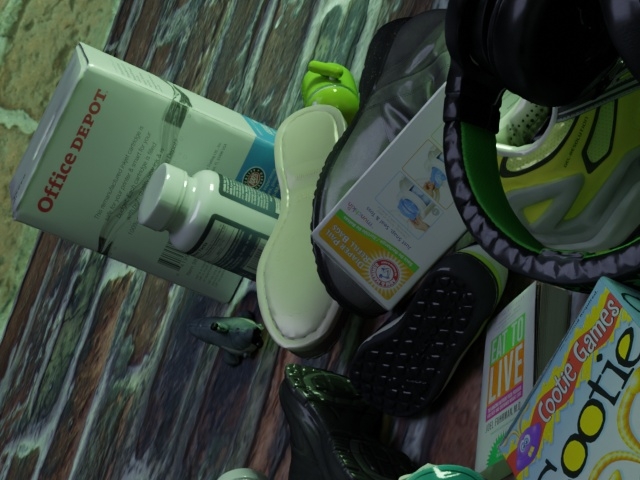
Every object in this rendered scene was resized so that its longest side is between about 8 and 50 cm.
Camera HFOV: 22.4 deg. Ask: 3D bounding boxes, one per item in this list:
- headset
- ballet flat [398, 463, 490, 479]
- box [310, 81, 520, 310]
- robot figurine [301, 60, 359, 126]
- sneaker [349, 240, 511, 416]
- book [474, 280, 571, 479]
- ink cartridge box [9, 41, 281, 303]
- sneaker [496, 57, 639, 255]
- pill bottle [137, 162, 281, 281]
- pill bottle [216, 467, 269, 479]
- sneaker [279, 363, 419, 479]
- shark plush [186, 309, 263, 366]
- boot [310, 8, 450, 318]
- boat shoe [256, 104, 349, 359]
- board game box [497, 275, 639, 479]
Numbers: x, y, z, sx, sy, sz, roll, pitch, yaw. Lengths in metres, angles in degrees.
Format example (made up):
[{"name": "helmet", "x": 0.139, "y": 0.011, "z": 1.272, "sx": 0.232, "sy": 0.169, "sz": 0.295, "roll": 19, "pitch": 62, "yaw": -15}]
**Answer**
[{"name": "headset", "x": 0.223, "y": -0.156, "z": 1.126, "sx": 0.243, "sy": 0.185, "sz": 0.394, "roll": 6, "pitch": 85, "yaw": 43}, {"name": "ballet flat", "x": 0.098, "y": 0.352, "z": 1.169, "sx": 0.147, "sy": 0.147, "sz": 0.409, "roll": -48, "pitch": 25, "yaw": 41}, {"name": "box", "x": 0.103, "y": -0.051, "z": 1.472, "sx": 0.203, "sy": 0.103, "sz": 0.114, "roll": -48, "pitch": -4, "yaw": 26}, {"name": "robot figurine", "x": 0.013, "y": -0.170, "z": 1.953, "sx": 0.115, "sy": 0.067, "sz": 0.101, "roll": -100, "pitch": 11, "yaw": -55}, {"name": "sneaker", "x": 0.113, "y": 0.077, "z": 1.479, "sx": 0.097, "sy": 0.084, "sz": 0.235, "roll": -41, "pitch": -7, "yaw": -45}, {"name": "book", "x": 0.165, "y": 0.119, "z": 1.342, "sx": 0.096, "sy": 0.035, "sz": 0.144, "roll": -46, "pitch": 31, "yaw": 53}, {"name": "ink cartridge box", "x": -0.216, "y": -0.086, "z": 2.086, "sx": 0.223, "sy": 0.307, "sz": 0.129, "roll": -62, "pitch": 22, "yaw": 13}, {"name": "sneaker", "x": 0.253, "y": -0.159, "z": 1.246, "sx": 0.385, "sy": 0.147, "sz": 0.145, "roll": -59, "pitch": 21, "yaw": 18}, {"name": "pill bottle", "x": -0.126, "y": -0.025, "z": 1.982, "sx": 0.108, "sy": 0.180, "sz": 0.108, "roll": -51, "pitch": 26, "yaw": 36}, {"name": "pill bottle", "x": -0.073, "y": 0.308, "z": 1.643, "sx": 0.087, "sy": 0.087, "sz": 0.160, "roll": -57, "pitch": 22, "yaw": 24}, {"name": "sneaker", "x": 0.006, "y": 0.214, "z": 1.533, "sx": 0.286, "sy": 0.109, "sz": 0.130, "roll": -114, "pitch": 44, "yaw": -65}, {"name": "shark plush", "x": -0.109, "y": 0.119, "z": 1.953, "sx": 0.073, "sy": 0.067, "sz": 0.161, "roll": -67, "pitch": 21, "yaw": 1}, {"name": "boot", "x": 0.110, "y": -0.095, "z": 1.589, "sx": 0.223, "sy": 0.118, "sz": 0.338, "roll": -10, "pitch": 66, "yaw": 56}, {"name": "boat shoe", "x": 0.000, "y": 0.000, "z": 1.771, "sx": 0.116, "sy": 0.097, "sz": 0.324, "roll": -12, "pitch": 50, "yaw": 15}, {"name": "board game box", "x": 0.235, "y": 0.161, "z": 0.964, "sx": 0.142, "sy": 0.144, "sz": 0.275, "roll": -61, "pitch": 21, "yaw": 17}]
